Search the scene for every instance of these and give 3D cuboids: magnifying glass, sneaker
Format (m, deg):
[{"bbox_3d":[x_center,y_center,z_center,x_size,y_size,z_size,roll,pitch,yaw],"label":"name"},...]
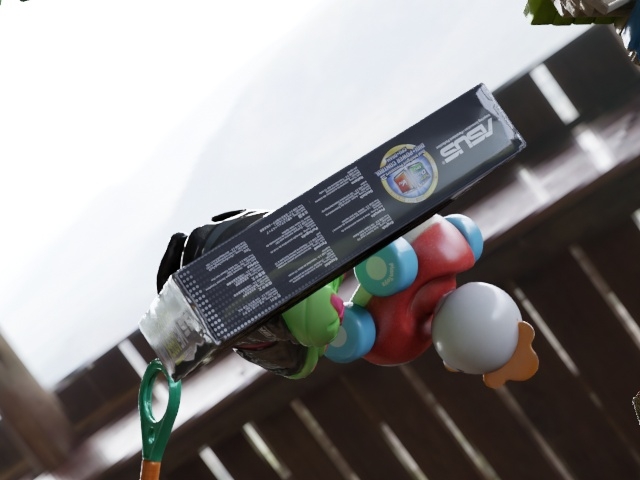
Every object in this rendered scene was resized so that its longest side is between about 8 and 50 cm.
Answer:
[{"bbox_3d":[-0.231,0.279,2.077,0.026,0.231,0.092,7,-2,-33],"label":"magnifying glass"},{"bbox_3d":[-0.077,0.044,1.673,0.483,0.202,0.185,108,172,-77],"label":"sneaker"}]

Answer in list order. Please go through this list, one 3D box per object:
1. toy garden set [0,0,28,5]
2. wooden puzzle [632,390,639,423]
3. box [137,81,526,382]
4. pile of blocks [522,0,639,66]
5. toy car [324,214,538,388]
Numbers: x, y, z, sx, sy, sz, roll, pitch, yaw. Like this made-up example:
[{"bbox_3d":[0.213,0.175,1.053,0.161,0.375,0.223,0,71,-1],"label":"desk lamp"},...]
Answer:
[{"bbox_3d":[-0.343,-0.357,1.684,0.244,0.049,0.204,-9,57,19],"label":"toy garden set"},{"bbox_3d":[0.363,0.166,1.626,0.116,0.014,0.079,-100,34,-63],"label":"wooden puzzle"},{"bbox_3d":[0.000,0.000,1.126,0.270,0.060,0.216,-33,-2,-18],"label":"box"},{"bbox_3d":[0.271,-0.165,1.251,0.149,0.362,0.113,-26,-32,-36],"label":"pile of blocks"},{"bbox_3d":[0.160,0.109,1.873,0.219,0.238,0.210,-14,-40,-57],"label":"toy car"}]
